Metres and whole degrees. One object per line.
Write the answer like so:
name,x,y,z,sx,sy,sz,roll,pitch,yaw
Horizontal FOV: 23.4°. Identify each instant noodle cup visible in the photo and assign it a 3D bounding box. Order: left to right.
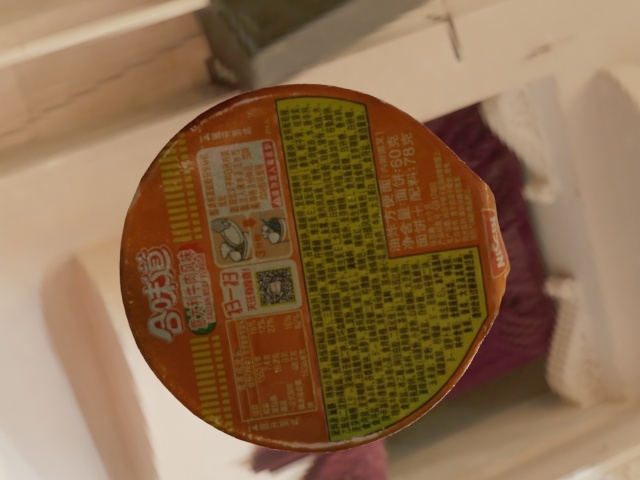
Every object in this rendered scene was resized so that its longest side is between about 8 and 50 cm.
instant noodle cup,0.000,0.000,0.750,0.185,0.168,0.168,-73,145,-81
